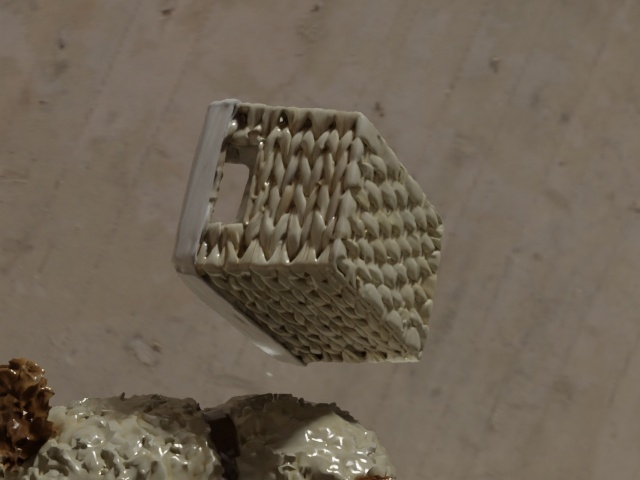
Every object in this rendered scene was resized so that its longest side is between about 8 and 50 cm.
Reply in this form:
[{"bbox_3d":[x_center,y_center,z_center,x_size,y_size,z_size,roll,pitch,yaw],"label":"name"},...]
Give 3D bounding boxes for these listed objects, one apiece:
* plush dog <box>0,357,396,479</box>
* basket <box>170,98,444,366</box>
[{"bbox_3d":[-0.067,0.149,0.813,0.225,0.262,0.211,-9,-74,-19],"label":"plush dog"},{"bbox_3d":[0.000,0.000,0.853,0.167,0.103,0.113,48,-132,-57],"label":"basket"}]
